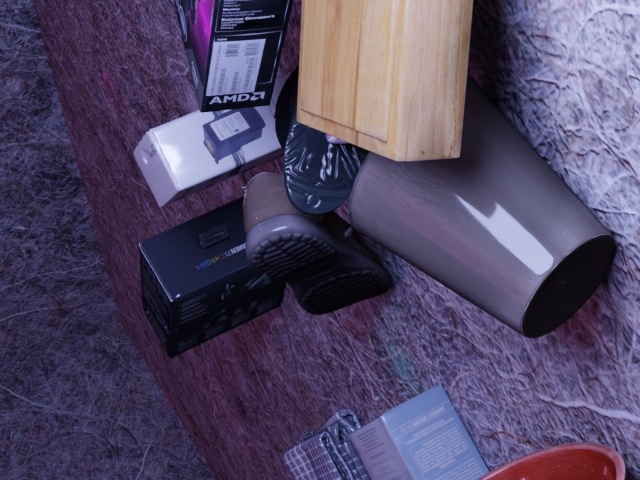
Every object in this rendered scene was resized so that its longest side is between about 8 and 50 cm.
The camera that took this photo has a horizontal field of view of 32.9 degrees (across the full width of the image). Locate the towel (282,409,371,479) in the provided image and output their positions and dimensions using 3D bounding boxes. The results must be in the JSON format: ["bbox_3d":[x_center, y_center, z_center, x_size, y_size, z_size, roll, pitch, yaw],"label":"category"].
[{"bbox_3d":[0.051,0.474,2.031,0.284,0.121,0.235,62,160,10],"label":"towel"}]

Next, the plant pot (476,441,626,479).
[{"bbox_3d":[0.276,0.411,1.202,0.265,0.272,0.272,59,161,-7],"label":"plant pot"}]

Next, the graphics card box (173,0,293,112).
[{"bbox_3d":[-0.094,-0.332,1.133,0.371,0.094,0.233,109,149,-62],"label":"graphics card box"}]

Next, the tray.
[{"bbox_3d":[0.057,-0.293,0.970,0.203,0.076,0.411,30,120,58],"label":"tray"}]

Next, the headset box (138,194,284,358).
[{"bbox_3d":[-0.195,0.062,1.982,0.131,0.246,0.283,57,160,20],"label":"headset box"}]

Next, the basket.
[{"bbox_3d":[0.168,-0.023,1.083,0.227,0.154,0.204,43,111,32],"label":"basket"}]

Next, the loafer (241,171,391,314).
[{"bbox_3d":[0.000,0.000,1.485,0.366,0.133,0.130,47,-155,-64],"label":"loafer"}]

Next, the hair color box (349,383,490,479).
[{"bbox_3d":[0.195,0.416,1.597,0.374,0.113,0.185,62,160,11],"label":"hair color box"}]

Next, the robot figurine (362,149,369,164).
[{"bbox_3d":[0.089,-0.099,1.322,0.115,0.067,0.101,42,160,49],"label":"robot figurine"}]

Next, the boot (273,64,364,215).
[{"bbox_3d":[-0.007,-0.133,1.376,0.207,0.094,0.247,128,146,-75],"label":"boot"}]

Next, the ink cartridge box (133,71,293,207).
[{"bbox_3d":[-0.142,-0.146,1.609,0.100,0.237,0.172,65,161,-1],"label":"ink cartridge box"}]

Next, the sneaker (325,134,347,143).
[{"bbox_3d":[0.101,-0.171,1.189,0.236,0.104,0.095,-45,26,51],"label":"sneaker"}]
